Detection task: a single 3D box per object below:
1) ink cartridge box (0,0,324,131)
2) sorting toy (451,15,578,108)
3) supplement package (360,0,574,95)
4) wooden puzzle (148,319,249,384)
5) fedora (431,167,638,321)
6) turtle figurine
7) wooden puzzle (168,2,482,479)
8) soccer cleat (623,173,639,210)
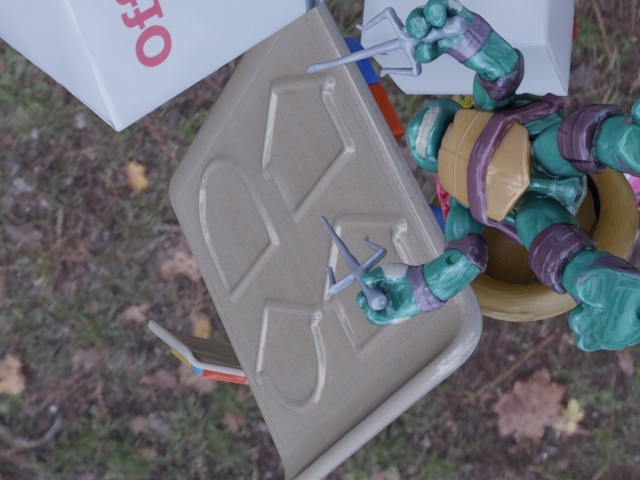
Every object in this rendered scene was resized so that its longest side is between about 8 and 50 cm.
[{"bbox_3d":[-0.034,-0.232,0.571,0.129,0.307,0.223,39,155,38],"label":"ink cartridge box"},{"bbox_3d":[0.253,-0.226,1.563,0.046,0.274,0.132,6,142,43],"label":"sorting toy"},{"bbox_3d":[0.156,-0.304,1.209,0.178,0.175,0.292,3,82,19],"label":"supplement package"},{"bbox_3d":[-0.153,0.201,2.039,0.239,0.221,0.044,19,92,-26],"label":"wooden puzzle"},{"bbox_3d":[0.188,-0.002,1.095,0.194,0.194,0.079,6,151,17],"label":"fedora"},{"bbox_3d":[0.083,-0.038,0.618,0.234,0.118,0.175,28,125,55],"label":"turtle figurine"},{"bbox_3d":[0.000,0.000,1.010,0.322,0.081,0.347,-50,55,51],"label":"wooden puzzle"},{"bbox_3d":[0.420,-0.147,1.409,0.143,0.331,0.116,55,168,18],"label":"soccer cleat"}]
